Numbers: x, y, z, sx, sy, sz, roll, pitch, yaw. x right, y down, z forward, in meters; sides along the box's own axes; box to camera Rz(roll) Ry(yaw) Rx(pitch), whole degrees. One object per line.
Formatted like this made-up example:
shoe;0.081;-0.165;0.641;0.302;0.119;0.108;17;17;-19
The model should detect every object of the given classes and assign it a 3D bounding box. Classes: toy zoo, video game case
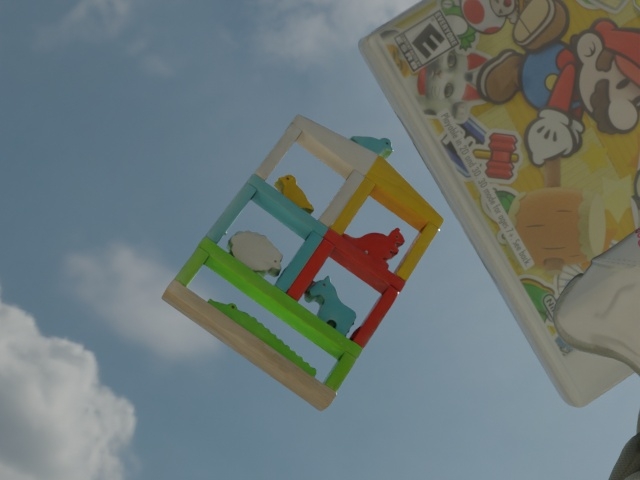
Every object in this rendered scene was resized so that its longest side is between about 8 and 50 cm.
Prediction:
toy zoo;0.000;0.000;1.141;0.192;0.293;0.030;36;-29;-2
video game case;0.162;-0.060;0.598;0.206;0.026;0.227;-32;-81;-7

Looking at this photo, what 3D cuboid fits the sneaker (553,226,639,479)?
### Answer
sneaker;0.161;0.090;0.394;0.115;0.090;0.232;-30;-91;17
